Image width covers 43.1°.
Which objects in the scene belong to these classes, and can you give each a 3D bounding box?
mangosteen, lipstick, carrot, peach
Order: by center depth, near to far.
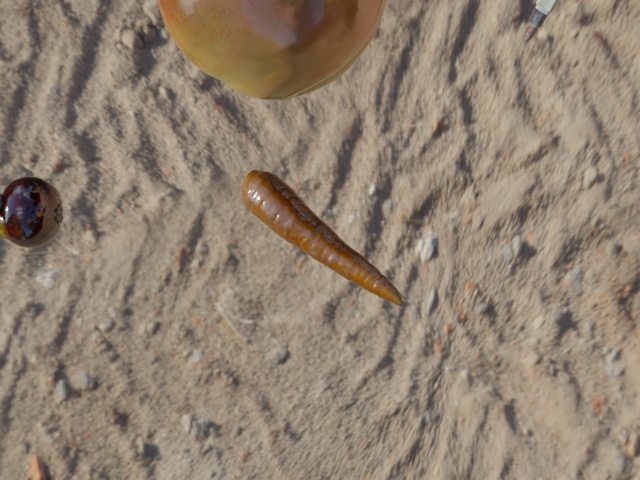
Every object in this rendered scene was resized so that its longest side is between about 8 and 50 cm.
[{"bbox_3d":[-0.032,-0.197,0.591,0.184,0.184,0.184,-1,81,9],"label":"peach"},{"bbox_3d":[0.000,0.000,0.804,0.216,0.048,0.048,39,89,21],"label":"carrot"},{"bbox_3d":[-0.323,-0.032,0.891,0.081,0.081,0.080,-1,81,9],"label":"mangosteen"},{"bbox_3d":[0.310,-0.320,1.130,0.025,0.107,0.025,39,54,12],"label":"lipstick"}]
